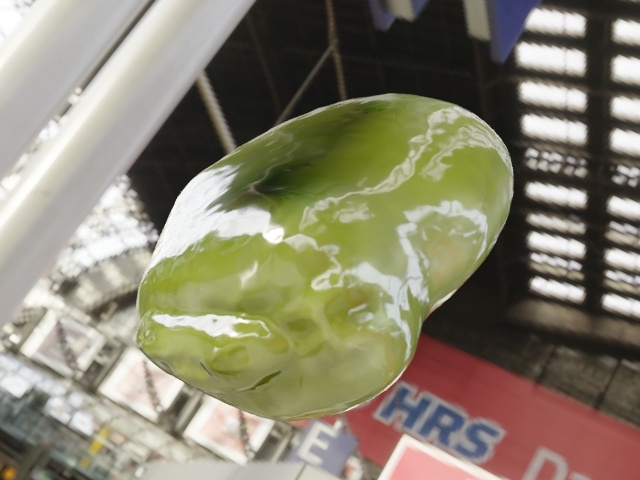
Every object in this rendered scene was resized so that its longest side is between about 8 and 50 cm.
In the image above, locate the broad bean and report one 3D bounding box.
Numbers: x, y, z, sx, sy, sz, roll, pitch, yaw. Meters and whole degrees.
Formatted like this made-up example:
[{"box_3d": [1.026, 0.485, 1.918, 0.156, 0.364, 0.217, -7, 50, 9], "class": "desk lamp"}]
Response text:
[{"box_3d": [0.000, 0.001, 0.702, 0.238, 0.291, 0.119, -25, -72, 13], "class": "broad bean"}]
